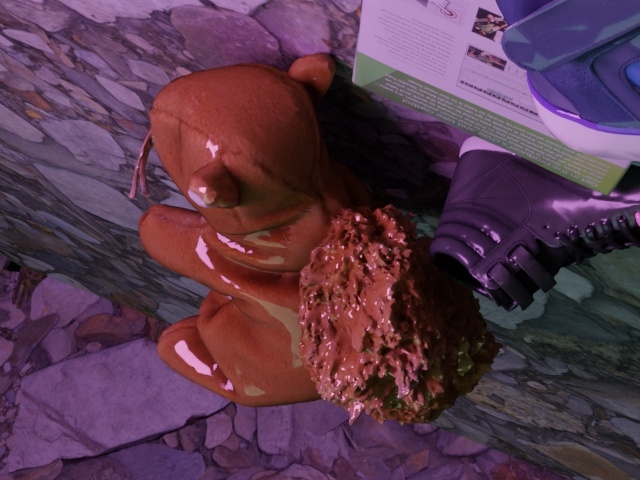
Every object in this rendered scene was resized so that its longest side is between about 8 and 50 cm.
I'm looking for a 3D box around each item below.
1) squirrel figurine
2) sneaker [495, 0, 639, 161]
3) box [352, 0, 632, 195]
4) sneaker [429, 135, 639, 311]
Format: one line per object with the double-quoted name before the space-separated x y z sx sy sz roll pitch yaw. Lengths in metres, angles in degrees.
"squirrel figurine" 0.000 0.000 1.318 0.397 0.281 0.370 33 154 29
"sneaker" 0.240 -0.145 0.677 0.322 0.130 0.236 3 142 21
"box" 0.141 -0.147 0.970 0.232 0.058 0.322 25 164 5
"sneaker" 0.219 0.001 1.163 0.295 0.147 0.104 11 157 41
